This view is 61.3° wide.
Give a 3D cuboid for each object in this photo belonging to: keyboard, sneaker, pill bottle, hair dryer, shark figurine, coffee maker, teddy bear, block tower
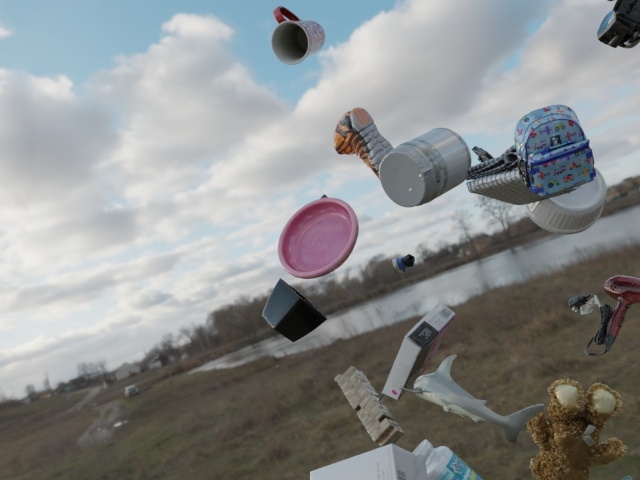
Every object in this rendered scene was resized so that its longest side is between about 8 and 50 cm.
[{"bbox_3d":[0.765,-0.304,2.316,0.033,0.317,0.201,-51,25,6],"label":"keyboard"},{"bbox_3d":[0.370,0.098,2.309,0.085,0.058,0.152,-18,-20,20],"label":"sneaker"},{"bbox_3d":[0.399,0.741,1.661,0.146,0.264,0.146,-47,-13,-14],"label":"pill bottle"},{"bbox_3d":[0.171,-0.344,2.089,0.125,0.321,0.180,-29,3,-37],"label":"sneaker"},{"bbox_3d":[0.908,0.210,1.622,0.080,0.223,0.293,23,-47,-26],"label":"hair dryer"},{"bbox_3d":[0.276,0.292,1.072,0.166,0.116,0.278,31,-13,-36],"label":"shark figurine"},{"bbox_3d":[0.842,-0.623,1.494,0.120,0.171,0.178,-40,-5,10],"label":"coffee maker"},{"bbox_3d":[0.660,0.502,1.411,0.245,0.338,0.113,-12,20,10],"label":"teddy bear"},{"bbox_3d":[0.181,0.626,2.060,0.097,0.335,0.091,-48,-47,6],"label":"block tower"}]

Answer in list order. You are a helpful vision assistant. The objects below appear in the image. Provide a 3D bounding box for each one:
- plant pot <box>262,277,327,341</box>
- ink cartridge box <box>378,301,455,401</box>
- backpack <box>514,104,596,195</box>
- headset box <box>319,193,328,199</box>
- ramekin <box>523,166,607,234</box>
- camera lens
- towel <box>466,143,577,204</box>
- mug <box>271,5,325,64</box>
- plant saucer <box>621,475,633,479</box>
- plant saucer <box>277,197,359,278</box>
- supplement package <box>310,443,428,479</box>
[{"bbox_3d":[-0.120,0.295,2.180,0.167,0.187,0.188,-50,-52,-2],"label":"plant pot"},{"bbox_3d":[0.280,0.355,1.611,0.176,0.069,0.371,-35,-28,-35],"label":"ink cartridge box"},{"bbox_3d":[0.519,-0.206,1.202,0.158,0.173,0.117,-14,23,11],"label":"backpack"},{"bbox_3d":[-0.021,-0.028,2.270,0.293,0.110,0.218,-45,-23,2],"label":"headset box"},{"bbox_3d":[0.853,-0.166,1.873,0.273,0.272,0.127,-18,-26,-1],"label":"ramekin"},{"bbox_3d":[0.363,-0.251,1.847,0.274,0.219,0.219,-29,0,-34],"label":"camera lens"},{"bbox_3d":[0.633,-0.204,1.710,0.284,0.121,0.235,9,-13,-30],"label":"towel"},{"bbox_3d":[-0.056,-0.582,1.515,0.113,0.150,0.169,3,26,20],"label":"mug"},{"bbox_3d":[0.736,0.632,1.306,0.021,0.119,0.119,25,5,17],"label":"plant saucer"},{"bbox_3d":[0.000,0.000,1.978,0.332,0.332,0.084,-21,-39,22],"label":"plant saucer"},{"bbox_3d":[0.136,0.709,1.494,0.293,0.177,0.175,-31,-48,27],"label":"supplement package"}]
